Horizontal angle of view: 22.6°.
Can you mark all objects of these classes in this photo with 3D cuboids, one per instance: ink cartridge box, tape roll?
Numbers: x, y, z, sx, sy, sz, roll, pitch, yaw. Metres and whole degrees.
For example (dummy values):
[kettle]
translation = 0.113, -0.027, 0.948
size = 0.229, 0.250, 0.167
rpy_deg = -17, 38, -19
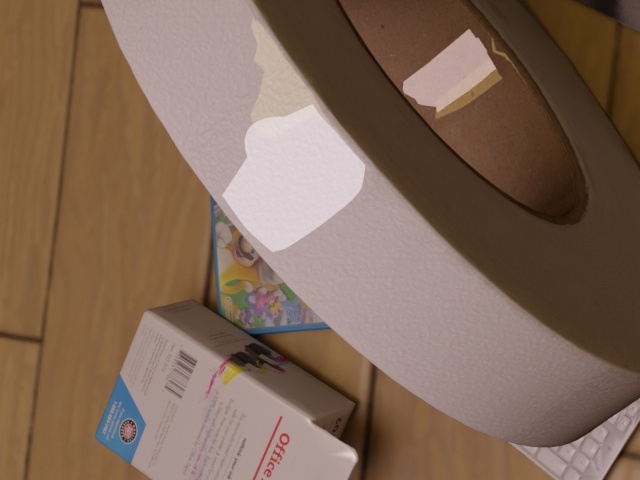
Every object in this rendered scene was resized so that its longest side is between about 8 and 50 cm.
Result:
[ink cartridge box]
translation = -0.051, 0.130, 1.059
size = 0.181, 0.061, 0.104
rpy_deg = 31, 110, 24
[tape roll]
translation = 0.047, -0.074, 0.827
size = 0.072, 0.392, 0.392
rpy_deg = -40, 70, 23

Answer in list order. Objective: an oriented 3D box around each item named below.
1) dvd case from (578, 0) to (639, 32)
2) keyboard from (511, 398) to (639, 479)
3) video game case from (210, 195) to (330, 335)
[dvd case]
translation = 0.225, -0.181, 0.902
size = 0.221, 0.018, 0.164
rpy_deg = 32, 127, 27
[keyboard]
translation = 0.196, 0.032, 0.950
size = 0.072, 0.014, 0.256
rpy_deg = 36, 106, 27
[video game case]
translation = 0.000, 0.000, 1.067
size = 0.166, 0.015, 0.119
rpy_deg = -6, 85, 30
